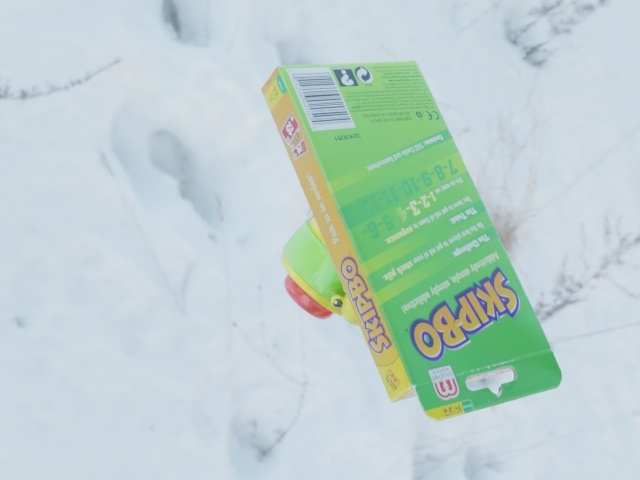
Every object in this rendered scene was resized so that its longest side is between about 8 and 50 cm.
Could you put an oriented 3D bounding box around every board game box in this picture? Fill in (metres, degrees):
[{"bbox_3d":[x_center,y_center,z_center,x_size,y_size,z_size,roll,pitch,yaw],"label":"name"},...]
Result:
[{"bbox_3d":[0.061,-0.006,0.747,0.124,0.039,0.259,-8,64,-35],"label":"board game box"}]

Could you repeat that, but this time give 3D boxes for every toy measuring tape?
[{"bbox_3d":[0.000,0.000,1.297,0.121,0.121,0.330,47,8,-28],"label":"toy measuring tape"}]
